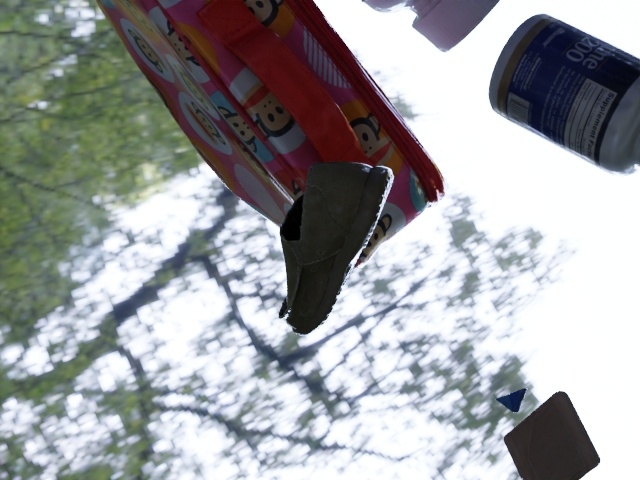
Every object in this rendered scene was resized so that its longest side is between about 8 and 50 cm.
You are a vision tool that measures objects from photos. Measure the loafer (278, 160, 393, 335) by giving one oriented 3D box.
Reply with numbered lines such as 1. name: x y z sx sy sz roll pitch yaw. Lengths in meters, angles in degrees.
1. loafer: 0.000 0.000 0.959 0.050 0.056 0.148 27 -44 1

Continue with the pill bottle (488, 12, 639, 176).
1. pill bottle: 0.161 -0.077 0.929 0.120 0.067 0.067 31 -70 27

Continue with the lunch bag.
1. lunch bag: -0.041 -0.115 1.198 0.120 0.258 0.293 -40 -75 -7

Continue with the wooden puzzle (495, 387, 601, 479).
1. wooden puzzle: 0.180 0.163 1.260 0.078 0.014 0.116 -38 -119 40

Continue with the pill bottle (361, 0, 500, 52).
1. pill bottle: 0.044 -0.251 1.240 0.221 0.121 0.121 40 -67 -8
